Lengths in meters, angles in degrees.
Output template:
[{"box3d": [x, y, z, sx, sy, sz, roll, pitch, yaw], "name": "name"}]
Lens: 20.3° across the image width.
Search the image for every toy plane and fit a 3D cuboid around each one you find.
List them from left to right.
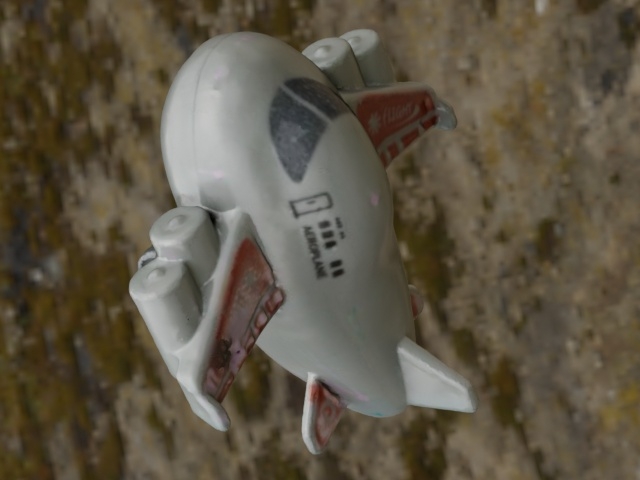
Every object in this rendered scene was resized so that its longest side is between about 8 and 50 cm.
[{"box3d": [-0.003, 0.000, 0.951, 0.118, 0.252, 0.252, 3, 102, 39], "name": "toy plane"}]
